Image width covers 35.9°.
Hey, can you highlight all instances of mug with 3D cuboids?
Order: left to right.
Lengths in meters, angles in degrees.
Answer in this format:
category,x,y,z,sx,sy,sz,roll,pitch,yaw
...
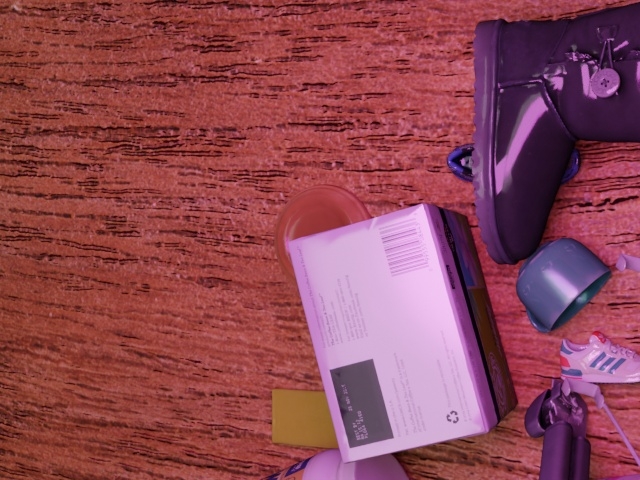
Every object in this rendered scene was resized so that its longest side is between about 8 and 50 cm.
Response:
category,x,y,z,sx,sy,sz,roll,pitch,yaw
mug,0.353,0.069,1.509,0.097,0.129,0.158,47,111,21

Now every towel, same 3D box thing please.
category,x,y,z,sx,sy,sz,roll,pitch,yaw
towel,0.017,0.317,1.758,0.237,0.021,0.102,-2,84,29

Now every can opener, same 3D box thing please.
category,x,y,z,sx,sy,sz,roll,pitch,yaw
can opener,0.344,0.315,1.452,0.076,0.283,0.095,41,125,-10

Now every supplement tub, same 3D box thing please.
category,x,y,z,sx,sy,sz,roll,pitch,yaw
supplement tub,-0.011,0.485,1.656,0.316,0.228,0.228,-30,77,25

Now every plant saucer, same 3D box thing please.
category,x,y,z,sx,sy,sz,roll,pitch,yaw
plant saucer,0.000,0.000,1.751,0.200,0.037,0.200,0,91,29

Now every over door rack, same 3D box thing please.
category,x,y,z,sx,sy,sz,roll,pitch,yaw
over door rack,0.477,0.193,1.327,0.324,0.108,0.240,-120,44,-60

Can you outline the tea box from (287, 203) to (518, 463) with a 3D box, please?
category,x,y,z,sx,sy,sz,roll,pitch,yaw
tea box,0.137,0.134,1.505,0.220,0.323,0.329,-16,84,17

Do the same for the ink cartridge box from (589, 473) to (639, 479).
category,x,y,z,sx,sy,sz,roll,pitch,yaw
ink cartridge box,0.403,0.434,1.443,0.353,0.207,0.119,-15,90,28

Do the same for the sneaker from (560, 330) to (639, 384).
category,x,y,z,sx,sy,sz,roll,pitch,yaw
sneaker,0.440,0.176,1.504,0.161,0.057,0.075,-6,93,31

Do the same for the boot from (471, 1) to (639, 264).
category,x,y,z,sx,sy,sz,roll,pitch,yaw
boot,0.438,-0.145,1.354,0.445,0.146,0.367,0,99,28

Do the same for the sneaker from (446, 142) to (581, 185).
category,x,y,z,sx,sy,sz,roll,pitch,yaw
sneaker,0.299,-0.118,1.560,0.221,0.087,0.083,-2,91,28
